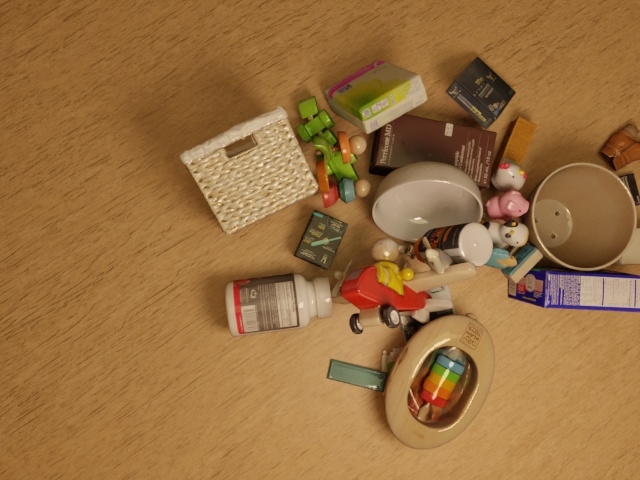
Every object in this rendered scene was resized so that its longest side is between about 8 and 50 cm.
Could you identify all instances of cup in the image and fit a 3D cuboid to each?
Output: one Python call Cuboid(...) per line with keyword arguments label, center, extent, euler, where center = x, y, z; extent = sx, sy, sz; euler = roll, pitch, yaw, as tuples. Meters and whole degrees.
Cuboid(label="cup", center=(0.791, -0.065, 1.753), extent=(0.331, 0.237, 0.331), euler=(0, 86, -4))

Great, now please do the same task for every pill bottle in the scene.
Cuboid(label="pill bottle", center=(0.390, 0.021, 1.646), extent=(0.131, 0.246, 0.130), euler=(3, 83, -26))
Cuboid(label="pill bottle", center=(-0.128, 0.195, 1.693), extent=(0.319, 0.176, 0.176), euler=(-6, 87, -5))

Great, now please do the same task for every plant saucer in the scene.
Cuboid(label="plant saucer", center=(0.120, 0.441, 1.766), extent=(0.192, 0.018, 0.067), euler=(13, 88, 3))

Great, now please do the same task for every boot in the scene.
Cuboid(label="boot", center=(1.076, -0.289, 1.876), extent=(0.152, 0.073, 0.197), euler=(-42, 78, -7))

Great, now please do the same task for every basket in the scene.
Cuboid(label="basket", center=(-0.207, -0.194, 1.647), extent=(0.328, 0.331, 0.266), euler=(-27, 94, -5))

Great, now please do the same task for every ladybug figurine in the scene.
Cuboid(label="ladybug figurine", center=(0.365, 0.426, 1.700), extent=(0.305, 0.162, 0.449), euler=(32, 88, -5))

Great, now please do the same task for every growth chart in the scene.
Cuboid(label="growth chart", center=(0.310, 0.423, 1.791), extent=(0.237, 0.021, 0.171), euler=(-8, 88, -4))

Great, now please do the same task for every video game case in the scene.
Cuboid(label="video game case", center=(0.351, 0.236, 1.806), extent=(0.190, 0.022, 0.173), euler=(-14, 87, -6))

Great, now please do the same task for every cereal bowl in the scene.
Cuboid(label="cereal bowl", center=(0.332, -0.134, 1.695), extent=(0.339, 0.339, 0.141), euler=(11, 59, -4))

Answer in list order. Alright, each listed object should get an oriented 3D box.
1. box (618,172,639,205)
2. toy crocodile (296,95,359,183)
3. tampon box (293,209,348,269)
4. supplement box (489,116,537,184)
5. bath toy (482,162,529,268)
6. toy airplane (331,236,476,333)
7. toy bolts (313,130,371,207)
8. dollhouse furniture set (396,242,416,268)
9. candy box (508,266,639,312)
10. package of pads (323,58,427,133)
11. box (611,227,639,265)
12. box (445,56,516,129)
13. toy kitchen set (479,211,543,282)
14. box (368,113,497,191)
Cuboid(label="box", center=(1.021, -0.161, 1.882), extent=(0.162, 0.029, 0.116), euler=(-13, 87, -7))
Cuboid(label="toy crocodile", center=(0.028, -0.318, 1.784), extent=(0.115, 0.105, 0.340), euler=(-32, 92, 16))
Cuboid(label="tampon box", center=(0.000, 0.000, 1.754), extent=(0.120, 0.101, 0.161), euler=(24, 85, -2))
Cuboid(label="supplement box", center=(0.648, -0.295, 1.838), extent=(0.080, 0.078, 0.233), euler=(21, 85, -3))
Cuboid(label="bath toy", center=(0.570, -0.094, 1.671), extent=(0.151, 0.129, 0.348), euler=(6, 68, 26))
Cuboid(label="toy airplane", center=(0.227, 0.124, 1.626), extent=(0.386, 0.384, 0.272), euler=(-9, 79, -6))
Cuboid(label="toy bolts", center=(0.075, -0.199, 1.661), extent=(0.159, 0.218, 0.228), euler=(-9, 130, 3))
Cuboid(label="dollhouse furniture set", center=(0.260, 0.065, 1.788), extent=(0.081, 0.091, 0.114), euler=(20, 88, 12))
Cuboid(label="candy box", center=(0.803, 0.149, 1.724), extent=(0.317, 0.268, 0.122), euler=(4, 91, -5))
Cuboid(label="package of pads", center=(0.172, -0.460, 1.713), extent=(0.229, 0.296, 0.101), euler=(-30, 125, -6))
Cuboid(label="box", center=(1.110, 0.018, 1.819), extent=(0.311, 0.148, 0.121), euler=(-2, 87, -3))
Cuboid(label="box", center=(0.533, -0.491, 1.793), extent=(0.183, 0.059, 0.232), euler=(43, 48, 0))
Cuboid(label="toy kitchen set", center=(0.563, 0.014, 1.734), extent=(0.122, 0.207, 0.166), euler=(-46, 110, -2))
Cuboid(label="box", center=(0.366, -0.289, 1.786), extent=(0.382, 0.143, 0.191), euler=(10, 86, -2))
